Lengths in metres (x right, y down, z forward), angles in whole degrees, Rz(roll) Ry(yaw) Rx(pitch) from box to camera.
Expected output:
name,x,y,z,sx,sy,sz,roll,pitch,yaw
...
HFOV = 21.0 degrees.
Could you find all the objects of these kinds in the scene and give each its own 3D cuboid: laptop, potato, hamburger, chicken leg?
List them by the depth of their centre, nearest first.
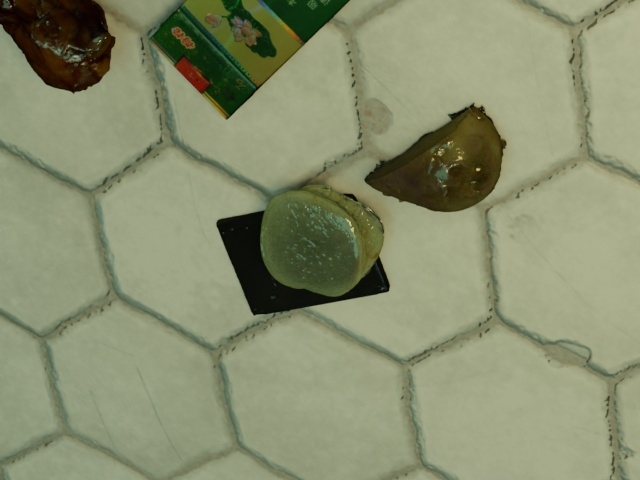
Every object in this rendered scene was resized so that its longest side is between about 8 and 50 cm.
name,x,y,z,sx,sy,sz,roll,pitch,yaw
potato,0.126,-0.064,1.920,0.172,0.089,0.100,-29,106,32
chicken leg,-0.352,-0.300,2.002,0.113,0.093,0.304,-42,88,17
hamburger,0.000,0.000,2.011,0.140,0.062,0.133,19,118,18
laptop,-0.023,0.019,2.076,0.197,0.016,0.135,-12,111,28

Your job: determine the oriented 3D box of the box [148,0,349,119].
name,x,y,z,sx,sy,sz,roll,pitch,yaw
box,-0.076,-0.252,1.933,0.132,0.034,0.235,46,125,-6
